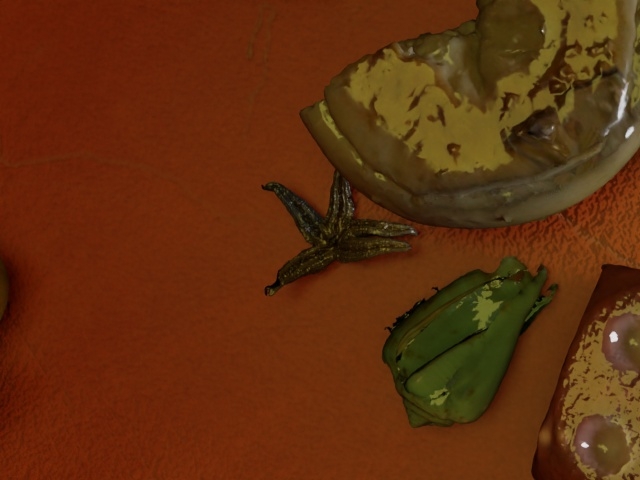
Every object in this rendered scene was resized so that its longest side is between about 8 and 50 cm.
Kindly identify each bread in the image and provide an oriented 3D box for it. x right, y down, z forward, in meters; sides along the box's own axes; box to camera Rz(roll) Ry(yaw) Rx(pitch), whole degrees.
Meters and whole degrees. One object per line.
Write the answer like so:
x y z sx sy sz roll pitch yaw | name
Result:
0.164 -0.119 1.100 0.314 0.171 0.192 -40 81 8 | bread

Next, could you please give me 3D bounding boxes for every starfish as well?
0.000 0.000 1.195 0.133 0.041 0.130 42 87 18 | starfish

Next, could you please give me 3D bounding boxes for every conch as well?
0.114 0.076 1.153 0.106 0.079 0.170 35 79 7 | conch

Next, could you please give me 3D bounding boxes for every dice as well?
0.263 0.120 1.059 0.174 0.175 0.179 16 91 14 | dice

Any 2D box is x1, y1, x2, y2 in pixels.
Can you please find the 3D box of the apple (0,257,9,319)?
-0.330 0.044 1.241 0.114 0.099 0.102 23 81 37 | apple
